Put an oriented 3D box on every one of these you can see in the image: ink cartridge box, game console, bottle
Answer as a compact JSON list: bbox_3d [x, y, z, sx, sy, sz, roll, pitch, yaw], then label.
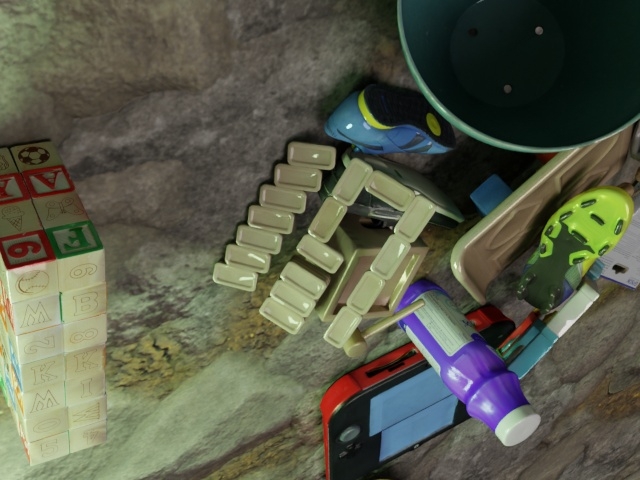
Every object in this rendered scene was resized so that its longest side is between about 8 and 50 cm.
[{"bbox_3d":[0.596,-0.020,1.577,0.223,0.045,0.224,18,118,-46],"label":"ink cartridge box"},{"bbox_3d":[0.178,0.295,1.561,0.386,0.060,0.342,-23,139,-17],"label":"game console"},{"bbox_3d":[0.221,0.183,1.301,0.092,0.283,0.118,-43,140,6],"label":"bottle"}]

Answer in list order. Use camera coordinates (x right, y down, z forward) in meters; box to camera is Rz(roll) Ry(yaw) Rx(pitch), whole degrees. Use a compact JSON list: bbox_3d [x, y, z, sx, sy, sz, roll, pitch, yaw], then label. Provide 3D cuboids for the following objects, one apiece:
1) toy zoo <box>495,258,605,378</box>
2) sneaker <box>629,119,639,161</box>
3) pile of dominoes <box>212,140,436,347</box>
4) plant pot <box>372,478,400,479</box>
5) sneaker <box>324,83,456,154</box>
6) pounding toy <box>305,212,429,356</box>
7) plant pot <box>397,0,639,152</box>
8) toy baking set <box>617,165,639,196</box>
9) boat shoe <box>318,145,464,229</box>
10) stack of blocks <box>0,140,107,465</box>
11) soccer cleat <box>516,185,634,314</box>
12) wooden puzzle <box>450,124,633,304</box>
[{"bbox_3d":[0.362,0.145,1.407,0.293,0.030,0.192,-48,176,6],"label":"toy zoo"},{"bbox_3d":[0.536,-0.204,1.273,0.115,0.090,0.232,-41,154,-42],"label":"sneaker"},{"bbox_3d":[0.000,0.000,1.072,0.251,0.196,0.040,-58,180,23],"label":"pile of dominoes"},{"bbox_3d":[0.157,0.592,1.749,0.205,0.205,0.188,-42,157,6],"label":"plant pot"},{"bbox_3d":[0.088,-0.139,1.062,0.082,0.069,0.209,-28,159,37],"label":"sneaker"},{"bbox_3d":[0.061,0.061,1.205,0.181,0.094,0.206,-1,129,-36],"label":"pounding toy"},{"bbox_3d":[0.221,-0.229,0.932,0.290,0.290,0.195,-37,178,-1],"label":"plant pot"},{"bbox_3d":[0.468,-0.069,1.376,0.196,0.030,0.256,-38,168,36],"label":"toy baking set"},{"bbox_3d":[0.098,-0.055,1.133,0.233,0.084,0.079,16,122,-40],"label":"boat shoe"},{"bbox_3d":[-0.290,0.070,0.883,0.087,0.171,0.297,-14,137,-27],"label":"stack of blocks"},{"bbox_3d":[0.373,-0.002,1.252,0.121,0.093,0.289,-47,166,-32],"label":"soccer cleat"},{"bbox_3d":[0.313,-0.071,1.230,0.348,0.080,0.322,-46,161,4],"label":"wooden puzzle"}]
